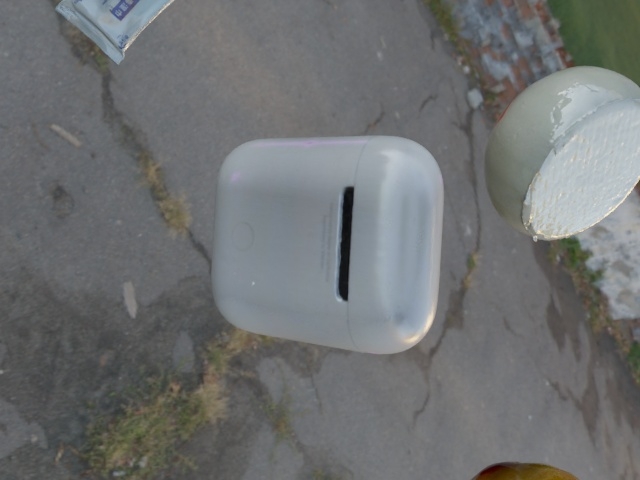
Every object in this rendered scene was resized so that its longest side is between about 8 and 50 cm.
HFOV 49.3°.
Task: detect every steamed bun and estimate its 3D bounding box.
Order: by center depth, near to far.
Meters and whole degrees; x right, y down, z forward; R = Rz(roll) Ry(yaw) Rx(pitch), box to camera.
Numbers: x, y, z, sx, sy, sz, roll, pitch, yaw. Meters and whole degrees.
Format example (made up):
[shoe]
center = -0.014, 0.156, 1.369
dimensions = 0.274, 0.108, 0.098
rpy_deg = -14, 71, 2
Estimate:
[steamed bun]
center = 0.502, -0.196, 1.467
dimensions = 0.374, 0.374, 0.241
rpy_deg = 24, 25, -45

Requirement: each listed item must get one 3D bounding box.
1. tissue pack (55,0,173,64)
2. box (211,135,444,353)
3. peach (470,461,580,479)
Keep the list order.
[tissue pack]
center = -0.300, -0.384, 1.080
dimensions = 0.122, 0.193, 0.026
rpy_deg = 41, 14, -26
[box]
center = -0.001, 0.000, 0.972
dimensions = 0.141, 0.348, 0.289
rpy_deg = 2, 92, -59
[peach]
center = 0.186, 0.273, 0.646
dimensions = 0.138, 0.138, 0.138
rpy_deg = 25, 56, -45
